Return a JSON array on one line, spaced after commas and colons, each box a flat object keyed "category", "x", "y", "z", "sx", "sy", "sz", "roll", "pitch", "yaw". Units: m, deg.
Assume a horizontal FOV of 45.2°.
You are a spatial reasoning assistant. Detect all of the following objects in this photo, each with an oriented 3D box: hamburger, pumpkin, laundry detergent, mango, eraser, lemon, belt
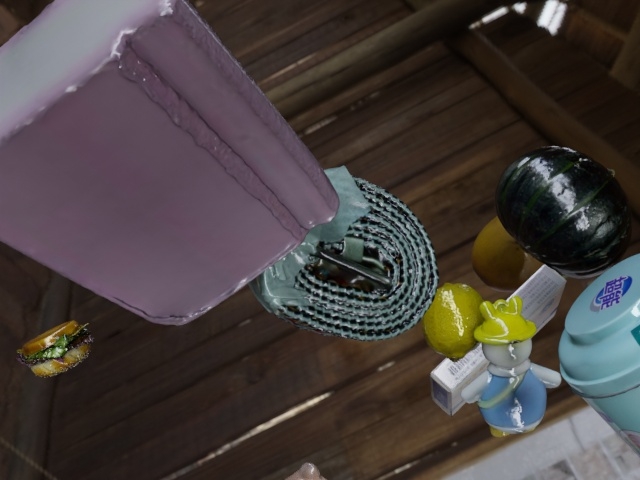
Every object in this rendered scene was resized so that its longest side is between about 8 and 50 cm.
[{"category": "hamburger", "x": -0.579, "y": 0.243, "z": 1.697, "sx": 0.093, "sy": 0.164, "sz": 0.189, "roll": 64, "pitch": -20, "yaw": -7}, {"category": "pumpkin", "x": 0.426, "y": -0.053, "z": 1.325, "sx": 0.250, "sy": 0.216, "sz": 0.250, "roll": 50, "pitch": -10, "yaw": 12}, {"category": "laundry detergent", "x": 0.535, "y": 0.184, "z": 1.143, "sx": 0.305, "sy": 0.287, "sz": 0.287, "roll": 46, "pitch": 7, "yaw": -4}, {"category": "mango", "x": 0.504, "y": -0.008, "z": 1.839, "sx": 0.211, "sy": 0.317, "sz": 0.173, "roll": 27, "pitch": 26, "yaw": -32}, {"category": "eraser", "x": -0.166, "y": -0.069, "z": 0.778, "sx": 0.122, "sy": 0.272, "sz": 0.359, "roll": 56, "pitch": 5, "yaw": 36}, {"category": "lemon", "x": 0.218, "y": 0.132, "z": 1.249, "sx": 0.109, "sy": 0.109, "sz": 0.133, "roll": 44, "pitch": 41, "yaw": -72}, {"category": "belt", "x": 0.021, "y": 0.023, "z": 1.011, "sx": 0.258, "sy": 0.207, "sz": 0.150, "roll": 24, "pitch": -13, "yaw": -12}]

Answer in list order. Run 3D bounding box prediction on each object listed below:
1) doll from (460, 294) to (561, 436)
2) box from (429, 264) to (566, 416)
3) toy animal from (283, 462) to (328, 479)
[{"category": "doll", "x": 0.287, "y": 0.198, "z": 1.166, "sx": 0.099, "sy": 0.135, "sz": 0.240, "roll": -37, "pitch": 123, "yaw": -52}, {"category": "box", "x": 0.376, "y": 0.217, "z": 1.640, "sx": 0.065, "sy": 0.343, "sz": 0.200, "roll": 43, "pitch": -13, "yaw": 25}, {"category": "toy animal", "x": -0.048, "y": 0.535, "z": 1.281, "sx": 0.195, "sy": 0.256, "sz": 0.212, "roll": 32, "pitch": -32, "yaw": 22}]
